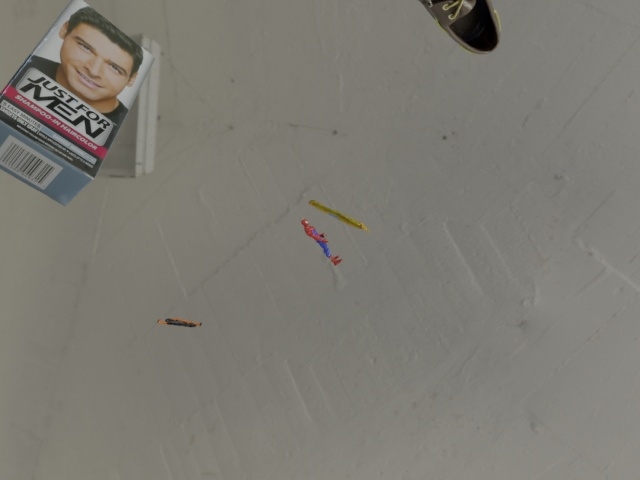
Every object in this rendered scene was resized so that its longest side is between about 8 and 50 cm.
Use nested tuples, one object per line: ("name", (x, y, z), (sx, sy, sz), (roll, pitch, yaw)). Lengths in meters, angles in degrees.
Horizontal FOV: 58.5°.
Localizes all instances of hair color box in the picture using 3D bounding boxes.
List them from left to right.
("hair color box", (-0.459, -0.265, 1.048), (0.114, 0.185, 0.374), (-31, -143, 34))

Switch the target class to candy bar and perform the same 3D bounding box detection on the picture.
("candy bar", (0.043, -0.058, 1.333), (0.162, 0.040, 0.018), (27, -79, 18))

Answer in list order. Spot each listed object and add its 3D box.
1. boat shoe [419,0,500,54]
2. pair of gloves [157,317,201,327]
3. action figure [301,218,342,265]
("boat shoe", (0.243, -0.438, 1.031), (0.116, 0.324, 0.096), (-44, -119, 16))
("pair of gloves", (-0.276, 0.161, 1.126), (0.074, 0.083, 0.010), (8, -94, 0))
("action figure", (0.000, 0.000, 1.143), (0.030, 0.038, 0.115), (-41, -68, 7))
